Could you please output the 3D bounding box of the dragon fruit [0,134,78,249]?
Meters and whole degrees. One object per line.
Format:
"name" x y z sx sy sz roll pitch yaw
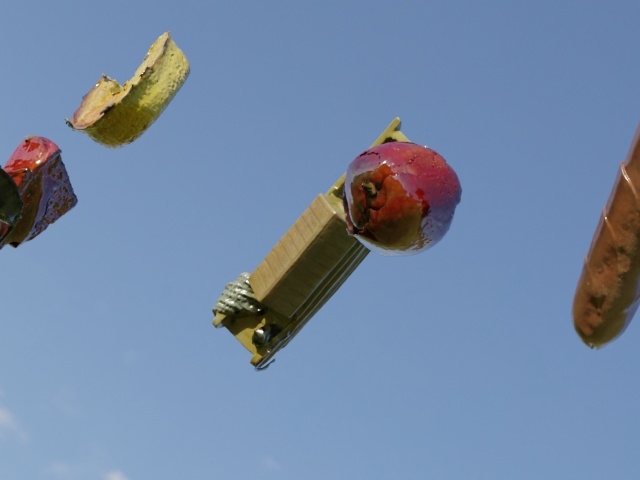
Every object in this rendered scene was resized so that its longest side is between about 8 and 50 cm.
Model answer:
"dragon fruit" -0.327 -0.047 1.730 0.097 0.131 0.063 55 -20 -14

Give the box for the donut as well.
"donut" -0.237 -0.175 1.976 0.181 0.146 0.078 -28 -64 36

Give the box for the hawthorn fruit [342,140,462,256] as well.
"hawthorn fruit" 0.087 -0.051 1.911 0.148 0.148 0.172 29 10 21

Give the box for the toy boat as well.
"toy boat" 0.000 0.000 2.415 0.136 0.445 0.162 45 14 15

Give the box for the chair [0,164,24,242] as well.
"chair" -0.410 -0.046 1.541 0.213 0.149 0.174 21 -30 24

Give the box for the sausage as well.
"sausage" 0.370 -0.052 1.775 0.088 0.088 0.433 30 -56 19
